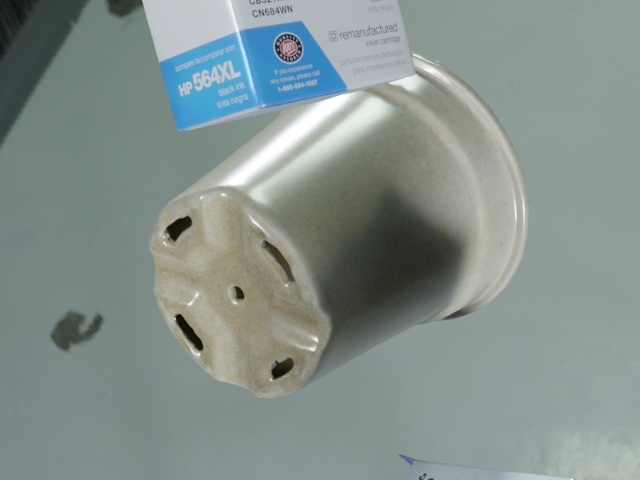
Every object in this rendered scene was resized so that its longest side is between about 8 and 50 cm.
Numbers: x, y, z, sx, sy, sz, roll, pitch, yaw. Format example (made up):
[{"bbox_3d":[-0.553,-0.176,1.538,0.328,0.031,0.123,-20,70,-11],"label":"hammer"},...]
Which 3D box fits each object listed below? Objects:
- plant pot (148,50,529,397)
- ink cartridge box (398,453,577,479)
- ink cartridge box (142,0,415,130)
[{"bbox_3d":[0.000,0.000,1.198,0.334,0.334,0.305,23,37,28],"label":"plant pot"},{"bbox_3d":[0.175,0.270,1.007,0.165,0.332,0.065,42,73,-9],"label":"ink cartridge box"},{"bbox_3d":[-0.037,-0.184,0.716,0.148,0.203,0.086,-20,8,-43],"label":"ink cartridge box"}]
